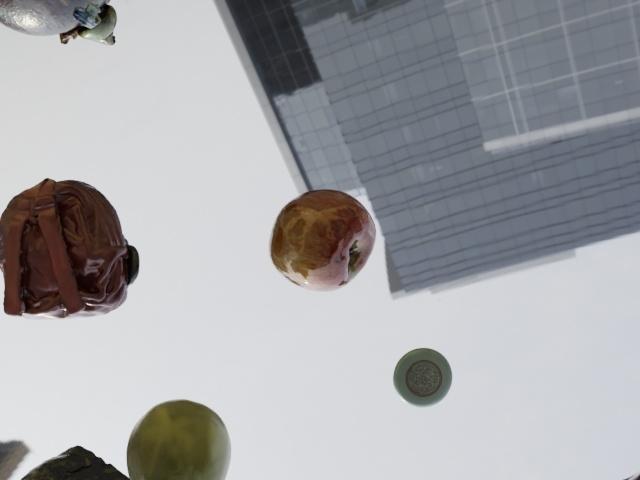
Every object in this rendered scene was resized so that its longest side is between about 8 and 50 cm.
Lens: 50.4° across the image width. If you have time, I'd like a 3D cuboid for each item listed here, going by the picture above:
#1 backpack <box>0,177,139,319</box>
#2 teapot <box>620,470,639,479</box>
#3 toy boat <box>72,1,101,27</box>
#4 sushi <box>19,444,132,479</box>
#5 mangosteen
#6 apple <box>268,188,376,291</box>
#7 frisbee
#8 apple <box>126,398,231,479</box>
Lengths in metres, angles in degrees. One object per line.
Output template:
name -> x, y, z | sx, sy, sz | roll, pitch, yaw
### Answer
backpack -> -0.394, 0.012, 1.032 | 0.229, 0.229, 0.139 | -14, 178, 19
teapot -> 0.238, 0.293, 0.412 | 0.315, 0.233, 0.312 | 34, -85, 37
toy boat -> -0.341, -0.335, 1.003 | 0.038, 0.038, 0.083 | -24, -161, 0
sushi -> -0.236, 0.327, 0.709 | 0.225, 0.124, 0.127 | 34, -147, 15
mangosteen -> -0.579, -0.561, 1.454 | 0.305, 0.360, 0.306 | -3, -119, 6
apple -> 0.000, 0.000, 0.951 | 0.130, 0.146, 0.146 | 25, -128, 32
frisbee -> 0.185, 0.249, 1.231 | 0.110, 0.110, 0.014 | -25, -177, -2
apple -> -0.335, 0.507, 1.602 | 0.262, 0.262, 0.262 | -19, -153, 10
